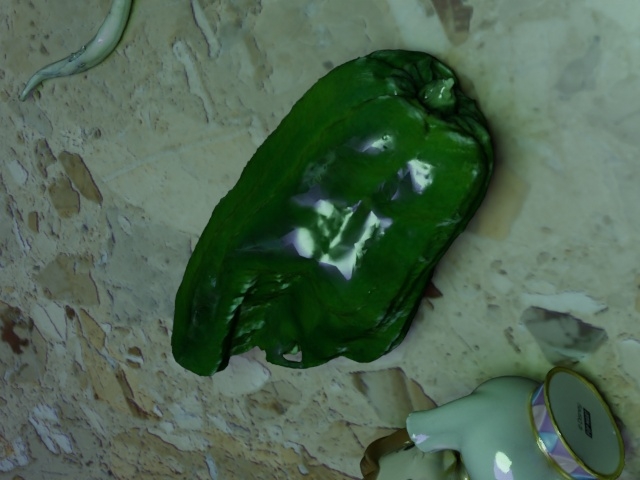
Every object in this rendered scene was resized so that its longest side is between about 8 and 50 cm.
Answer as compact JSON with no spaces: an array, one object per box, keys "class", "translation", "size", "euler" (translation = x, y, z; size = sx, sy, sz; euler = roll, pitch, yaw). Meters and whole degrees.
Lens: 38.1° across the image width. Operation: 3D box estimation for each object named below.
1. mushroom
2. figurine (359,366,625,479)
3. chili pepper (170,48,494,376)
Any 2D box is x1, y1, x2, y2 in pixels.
[{"class":"mushroom","translation":[-0.235,-0.239,0.964],"size":[0.306,0.043,0.068],"euler":[-52,60,33]},{"class":"figurine","translation":[0.135,0.217,0.827],"size":[0.189,0.142,0.263],"euler":[40,125,-14]},{"class":"chili pepper","translation":[-0.002,0.006,0.823],"size":[0.213,0.167,0.385],"euler":[46,124,13]}]
